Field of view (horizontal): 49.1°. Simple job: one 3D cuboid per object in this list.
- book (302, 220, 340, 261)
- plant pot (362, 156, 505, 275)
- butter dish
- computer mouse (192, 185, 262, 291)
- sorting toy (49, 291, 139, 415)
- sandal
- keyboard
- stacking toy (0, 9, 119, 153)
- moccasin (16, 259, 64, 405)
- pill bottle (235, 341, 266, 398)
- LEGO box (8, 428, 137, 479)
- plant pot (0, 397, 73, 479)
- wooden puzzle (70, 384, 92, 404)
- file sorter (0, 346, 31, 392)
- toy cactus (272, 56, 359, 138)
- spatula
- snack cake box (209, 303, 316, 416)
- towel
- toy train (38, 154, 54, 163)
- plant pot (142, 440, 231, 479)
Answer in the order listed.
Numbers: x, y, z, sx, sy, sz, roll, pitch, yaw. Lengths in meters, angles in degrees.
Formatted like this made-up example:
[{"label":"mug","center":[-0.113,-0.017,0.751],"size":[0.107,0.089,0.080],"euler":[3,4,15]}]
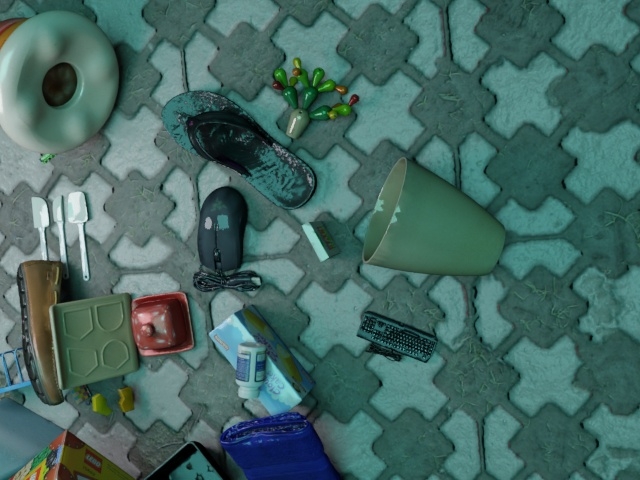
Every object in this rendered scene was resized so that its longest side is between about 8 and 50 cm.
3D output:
[{"label":"book","center":[0.000,0.000,1.683],"size":[0.035,0.144,0.096],"euler":[-29,88,11]},{"label":"plant pot","center":[0.269,-0.024,1.595],"size":[0.274,0.256,0.256],"euler":[20,97,-6]},{"label":"butter dish","center":[-0.423,0.221,1.794],"size":[0.160,0.118,0.160],"euler":[-9,90,12]},{"label":"computer mouse","center":[-0.245,-0.001,1.770],"size":[0.188,0.072,0.272],"euler":[0,93,12]},{"label":"sorting toy","center":[-0.570,0.299,1.788],"size":[0.041,0.229,0.307],"euler":[-5,92,44]},{"label":"sandal","center":[-0.206,-0.238,1.731],"size":[0.445,0.107,0.168],"euler":[32,98,9]},{"label":"keyboard","center":[0.182,0.250,1.714],"size":[0.192,0.038,0.100],"euler":[20,97,11]},{"label":"stacking toy","center":[-0.788,-0.451,1.782],"size":[0.480,0.350,0.351],"euler":[25,98,27]},{"label":"moccasin","center":[-0.692,0.233,1.808],"size":[0.147,0.139,0.380],"euler":[-2,64,-29]},{"label":"pill bottle","center":[-0.161,0.299,1.616],"size":[0.067,0.067,0.120],"euler":[5,93,11]},{"label":"LEGO box","center":[-0.564,0.761,1.692],"size":[0.372,0.193,0.500],"euler":[-40,114,5]},{"label":"plant pot","center":[-0.849,0.602,1.833],"size":[0.247,0.252,0.248],"euler":[26,97,10]},{"label":"wooden puzzle","center":[-0.653,0.413,1.908],"size":[0.049,0.006,0.083],"euler":[-28,87,12]},{"label":"file sorter","center":[-0.811,0.344,1.882],"size":[0.170,0.118,0.104],"euler":[-17,86,12]},{"label":"toy cactus","center":[-0.031,-0.332,1.704],"size":[0.219,0.112,0.180],"euler":[26,108,1]},{"label":"spatula","center":[-0.696,-0.004,1.889],"size":[0.168,0.019,0.242],"euler":[-5,92,11]},{"label":"snack cake box","center":[-0.140,0.294,1.723],"size":[0.089,0.152,0.264],"euler":[-40,85,10]},{"label":"towel","center":[-0.082,0.533,1.696],"size":[0.227,0.076,0.308],"euler":[-11,127,16]},{"label":"toy train","center":[-0.723,-0.234,1.879],"size":[0.083,0.023,0.017],"euler":[-36,86,11]},{"label":"plant pot","center":[-0.323,0.618,1.759],"size":[0.187,0.167,0.188],"euler":[-40,86,-3]}]
